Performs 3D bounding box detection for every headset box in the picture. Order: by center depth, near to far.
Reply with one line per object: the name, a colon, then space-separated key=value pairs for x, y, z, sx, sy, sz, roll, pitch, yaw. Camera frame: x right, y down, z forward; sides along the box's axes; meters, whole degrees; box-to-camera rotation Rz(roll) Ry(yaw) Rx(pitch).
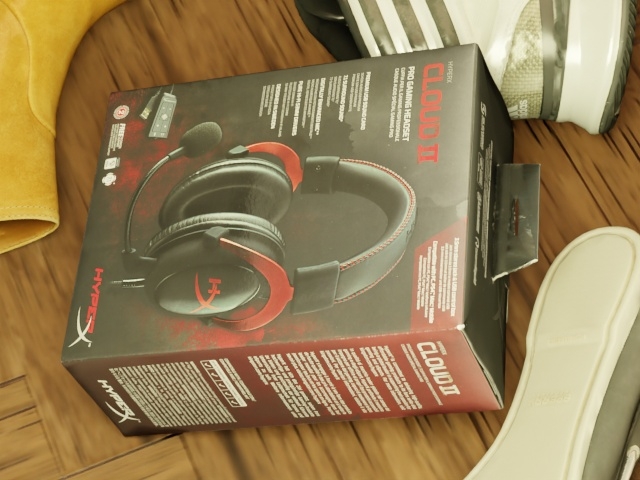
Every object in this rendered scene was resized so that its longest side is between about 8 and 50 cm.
headset box: x=0.000 y=0.000 z=1.179 sx=0.293 sy=0.110 sz=0.218 roll=-5 pitch=56 yaw=18

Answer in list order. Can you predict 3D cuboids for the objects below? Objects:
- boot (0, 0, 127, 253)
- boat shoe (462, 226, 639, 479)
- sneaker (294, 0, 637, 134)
boot: x=-0.212 y=-0.102 z=1.315 sx=0.295 sy=0.104 sz=0.211 roll=-19 pitch=66 yaw=-9
boat shoe: x=0.152 y=0.147 z=1.126 sx=0.112 sy=0.095 sz=0.335 roll=-5 pitch=50 yaw=49
sneaker: x=0.102 y=-0.289 z=1.364 sx=0.257 sy=0.169 sz=0.448 roll=4 pitch=60 yaw=3
